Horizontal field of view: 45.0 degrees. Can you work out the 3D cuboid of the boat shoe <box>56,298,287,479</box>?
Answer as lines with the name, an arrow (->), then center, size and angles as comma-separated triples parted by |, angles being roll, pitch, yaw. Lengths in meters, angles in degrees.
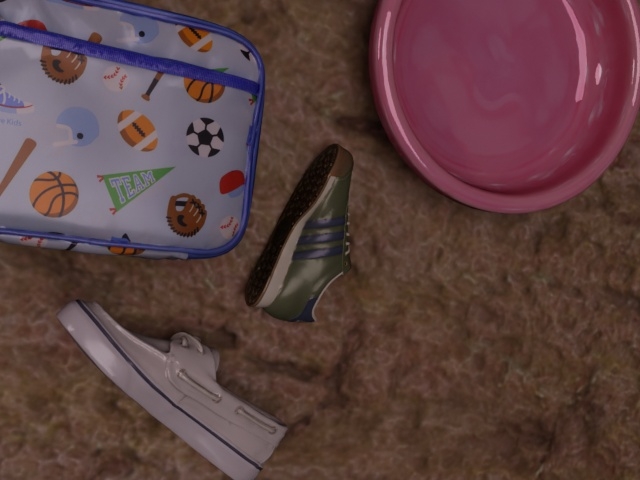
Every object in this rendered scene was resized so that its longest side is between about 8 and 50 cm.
boat shoe -> -0.138, 0.136, 0.766 | 0.267, 0.096, 0.088 | 45, 76, -17

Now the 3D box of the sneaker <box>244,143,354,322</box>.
sneaker -> 0.000, 0.000, 0.819 | 0.086, 0.064, 0.192 | 30, 85, -26

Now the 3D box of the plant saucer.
plant saucer -> 0.200, -0.196, 0.854 | 0.332, 0.084, 0.332 | -2, 95, -19

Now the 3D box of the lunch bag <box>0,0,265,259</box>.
lunch bag -> -0.206, -0.110, 0.700 | 0.303, 0.115, 0.243 | 9, 88, -26
